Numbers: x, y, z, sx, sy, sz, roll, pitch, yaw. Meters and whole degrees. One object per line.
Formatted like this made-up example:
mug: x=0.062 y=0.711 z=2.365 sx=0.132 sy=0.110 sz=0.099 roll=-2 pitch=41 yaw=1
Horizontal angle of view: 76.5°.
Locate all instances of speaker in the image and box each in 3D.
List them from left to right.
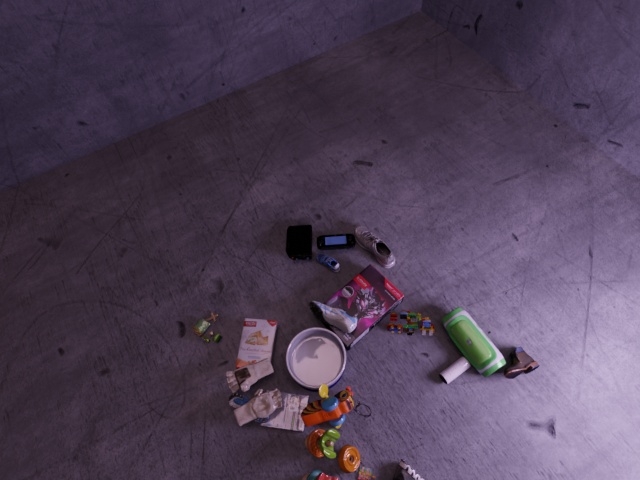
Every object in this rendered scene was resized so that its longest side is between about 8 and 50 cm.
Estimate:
speaker: x=0.586 y=0.567 z=1.774 sx=0.136 sy=0.055 sz=0.055 roll=-32 pitch=63 yaw=-14
speaker: x=0.672 y=0.445 z=1.797 sx=0.131 sy=0.131 sz=0.296 roll=-28 pitch=62 yaw=-12

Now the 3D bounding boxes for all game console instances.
game console: x=0.000 y=0.000 z=2.119 sx=0.361 sy=0.044 sz=0.213 roll=-3 pitch=49 yaw=2

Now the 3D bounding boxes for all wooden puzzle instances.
wooden puzzle: x=0.178 y=0.932 z=1.620 sx=0.083 sy=0.006 sz=0.049 roll=9 pitch=62 yaw=9

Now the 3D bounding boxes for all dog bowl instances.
dog bowl: x=-0.018 y=0.529 z=1.807 sx=0.265 sy=0.104 sz=0.265 roll=-2 pitch=60 yaw=3

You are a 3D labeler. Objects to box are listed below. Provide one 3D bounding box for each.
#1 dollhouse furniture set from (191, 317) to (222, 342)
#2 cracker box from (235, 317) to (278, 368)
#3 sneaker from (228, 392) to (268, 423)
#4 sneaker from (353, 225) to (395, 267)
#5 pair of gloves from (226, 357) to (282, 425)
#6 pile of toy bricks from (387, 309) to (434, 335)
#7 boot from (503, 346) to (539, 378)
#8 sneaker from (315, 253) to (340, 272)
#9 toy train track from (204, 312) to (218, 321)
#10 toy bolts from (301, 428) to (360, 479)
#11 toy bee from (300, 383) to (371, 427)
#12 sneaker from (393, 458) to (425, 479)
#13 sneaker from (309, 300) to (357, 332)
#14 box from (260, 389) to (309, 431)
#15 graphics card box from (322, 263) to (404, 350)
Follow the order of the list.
dollhouse furniture set: x=-0.541 y=0.428 z=1.919 sx=0.151 sy=0.058 sz=0.076 roll=31 pitch=72 yaw=16
cracker box: x=-0.289 y=0.482 z=1.873 sx=0.155 sy=0.067 sz=0.232 roll=3 pitch=60 yaw=5
sneaker: x=-0.299 y=0.718 z=1.729 sx=0.190 sy=0.083 sz=0.071 roll=24 pitch=57 yaw=19
sneaker: x=0.281 y=0.010 z=2.076 sx=0.105 sy=0.115 sz=0.281 roll=-39 pitch=65 yaw=-17
pair of gloves: x=-0.280 y=0.632 z=1.713 sx=0.204 sy=0.042 sz=0.240 roll=-17 pitch=57 yaw=-10
pile of toy bricks: x=0.418 y=0.366 z=1.884 sx=0.212 sy=0.118 sz=0.105 roll=0 pitch=28 yaw=14
boot: x=0.834 y=0.523 z=1.744 sx=0.219 sy=0.082 sz=0.106 roll=2 pitch=44 yaw=-34
sneaker: x=0.039 y=0.105 z=2.071 sx=0.144 sy=0.059 sz=0.053 roll=29 pitch=67 yaw=21
toy train track: x=-0.536 y=0.382 z=1.978 sx=0.083 sy=0.014 sz=0.048 roll=-27 pitch=69 yaw=-5
toy bolts: x=0.020 y=0.892 z=1.611 sx=0.218 sy=0.158 sz=0.228 roll=38 pitch=50 yaw=-21
toy bee: x=0.076 y=0.689 z=1.686 sx=0.298 sy=0.195 sz=0.162 roll=3 pitch=18 yaw=16
sneaker: x=0.377 y=0.963 z=1.553 sx=0.234 sy=0.078 sz=0.106 roll=35 pitch=71 yaw=25
sneaker: x=0.056 y=0.335 z=1.831 sx=0.237 sy=0.085 sz=0.086 roll=25 pitch=41 yaw=21
box: x=-0.151 y=0.730 z=1.740 sx=0.186 sy=0.038 sz=0.145 roll=5 pitch=61 yaw=6
graphics card box: x=0.186 y=0.309 z=1.925 sx=0.371 sy=0.094 sz=0.233 roll=-38 pitch=66 yaw=-15
